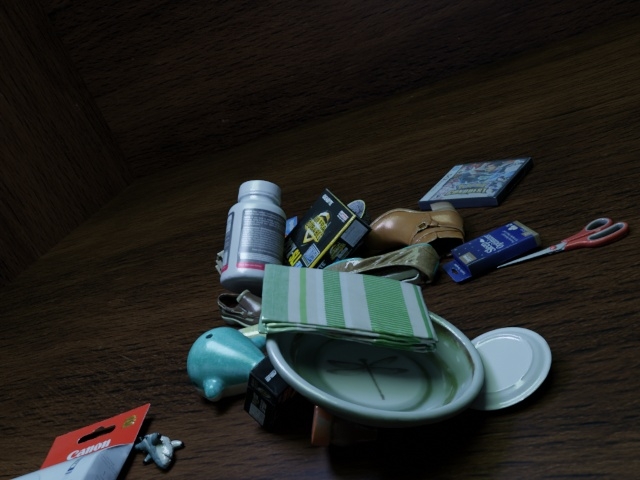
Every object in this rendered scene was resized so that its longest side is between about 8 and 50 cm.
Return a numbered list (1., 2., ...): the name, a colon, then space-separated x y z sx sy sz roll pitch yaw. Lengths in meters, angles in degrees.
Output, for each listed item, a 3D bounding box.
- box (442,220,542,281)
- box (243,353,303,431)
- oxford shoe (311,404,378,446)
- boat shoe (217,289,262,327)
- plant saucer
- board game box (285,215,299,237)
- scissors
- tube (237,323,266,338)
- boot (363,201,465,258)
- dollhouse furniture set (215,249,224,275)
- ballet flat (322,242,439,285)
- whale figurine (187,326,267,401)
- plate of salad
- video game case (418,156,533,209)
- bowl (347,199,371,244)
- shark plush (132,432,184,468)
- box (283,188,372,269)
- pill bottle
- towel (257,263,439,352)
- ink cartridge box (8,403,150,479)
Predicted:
1. box: 0.414 0.025 1.719 0.225 0.036 0.136 -26 17 0
2. box: -0.077 0.289 1.437 0.078 0.180 0.147 38 54 18
3. oxford shoe: 0.065 0.296 1.404 0.133 0.129 0.363 7 24 4
4. boat shoe: -0.198 0.187 1.917 0.258 0.095 0.095 -4 30 42
5. plant saucer: 0.094 0.232 1.284 0.401 0.100 0.400 7 24 -3
6. board game box: -0.142 0.003 2.381 0.145 0.027 0.281 -23 21 8
7. scissors: 0.561 0.016 1.612 0.297 0.021 0.109 -23 21 2
8. tube: -0.138 0.240 1.794 0.240 0.070 0.062 -19 -22 3
9. boot: 0.255 -0.001 1.896 0.284 0.109 0.220 -13 27 8
10. dollhouse furniture set: -0.245 0.085 2.221 0.129 0.129 0.183 -31 -7 -17
11. ballet flat: 0.138 0.103 1.775 0.343 0.116 0.124 -13 43 17
12. whale figurine: -0.201 0.282 1.636 0.272 0.141 0.216 -2 31 44
13. plate of salad: 0.333 0.241 1.296 0.200 0.048 0.199 -26 29 15
14. video game case: 0.473 -0.174 2.129 0.275 0.035 0.248 -2 31 45
15. bowl: 0.099 -0.032 2.104 0.170 0.080 0.170 -41 24 22
16. shark plush: -0.379 0.461 1.535 0.161 0.073 0.067 -2 60 35
17. box: 0.000 0.000 2.039 0.257 0.079 0.322 -51 22 6
18. pill bottle: -0.193 -0.010 2.062 0.176 0.176 0.318 -11 63 31
19. towel: 0.048 0.126 1.339 0.325 0.038 0.248 6 24 -4
20. ink cartridge box: -0.581 0.509 1.555 0.308 0.091 0.385 -23 23 17
